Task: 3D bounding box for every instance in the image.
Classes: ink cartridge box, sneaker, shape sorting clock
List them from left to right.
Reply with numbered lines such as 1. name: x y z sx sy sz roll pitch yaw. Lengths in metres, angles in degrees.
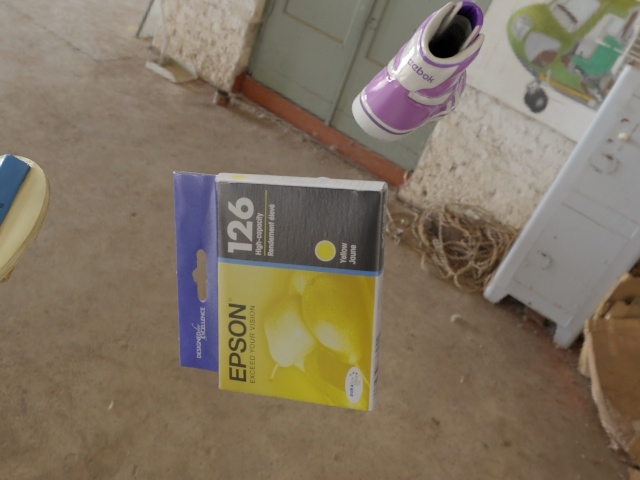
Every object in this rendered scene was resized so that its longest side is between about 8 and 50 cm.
1. shape sorting clock: -0.305 0.007 0.487 0.206 0.040 0.206 -16 44 16
2. ink cartridge box: -0.068 0.065 0.849 0.307 0.304 0.072 4 14 11
3. sneaker: 0.160 -0.229 0.776 0.102 0.161 0.282 41 39 -1

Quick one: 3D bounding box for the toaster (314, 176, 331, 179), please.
1. toaster: 0.000 0.000 1.045 0.129 0.146 0.227 -16 51 -25
